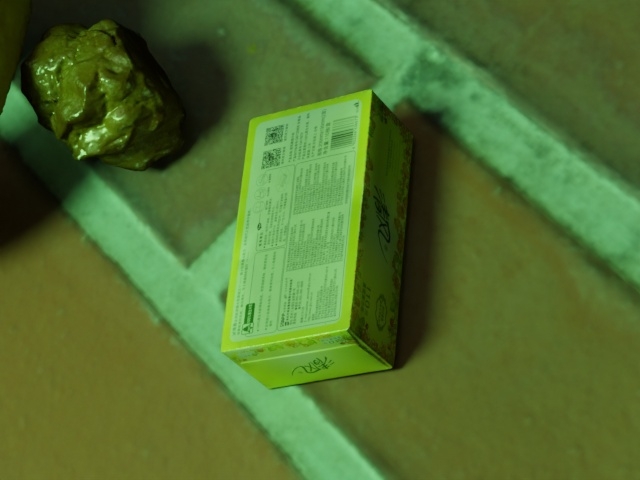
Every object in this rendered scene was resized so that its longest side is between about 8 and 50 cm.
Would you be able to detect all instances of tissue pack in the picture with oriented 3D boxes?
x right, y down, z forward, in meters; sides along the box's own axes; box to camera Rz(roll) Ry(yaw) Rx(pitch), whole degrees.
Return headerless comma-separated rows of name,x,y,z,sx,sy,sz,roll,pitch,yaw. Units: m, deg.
tissue pack,0.000,0.000,1.248,0.095,0.062,0.176,-12,57,28

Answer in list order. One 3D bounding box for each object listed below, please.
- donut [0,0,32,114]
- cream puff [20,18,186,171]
donut,-0.294,-0.105,1.407,0.277,0.108,0.277,-53,24,36
cream puff,-0.155,-0.099,1.373,0.094,0.122,0.116,-31,5,7
